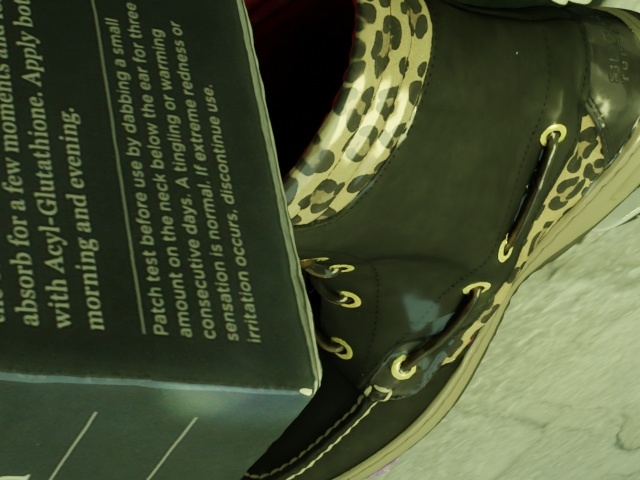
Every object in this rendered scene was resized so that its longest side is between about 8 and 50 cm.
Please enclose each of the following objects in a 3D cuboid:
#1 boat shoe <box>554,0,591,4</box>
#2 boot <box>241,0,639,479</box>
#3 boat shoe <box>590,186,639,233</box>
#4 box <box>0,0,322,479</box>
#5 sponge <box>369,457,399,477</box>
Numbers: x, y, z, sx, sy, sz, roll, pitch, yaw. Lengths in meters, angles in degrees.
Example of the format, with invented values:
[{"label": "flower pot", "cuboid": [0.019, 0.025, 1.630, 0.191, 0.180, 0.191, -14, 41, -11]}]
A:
[{"label": "boat shoe", "cuboid": [0.094, -0.161, 0.802, 0.091, 0.109, 0.305, -49, 172, 15]}, {"label": "boot", "cuboid": [0.000, 0.000, 1.045, 0.377, 0.138, 0.284, -46, 149, 25]}, {"label": "boat shoe", "cuboid": [0.231, -0.048, 1.282, 0.142, 0.049, 0.040, -26, 173, 6]}, {"label": "box", "cuboid": [-0.247, 0.030, 0.724, 0.395, 0.212, 0.293, 6, 143, -26]}, {"label": "sponge", "cuboid": [-0.060, 0.115, 1.245, 0.210, 0.117, 0.031, -8, 148, -32]}]
